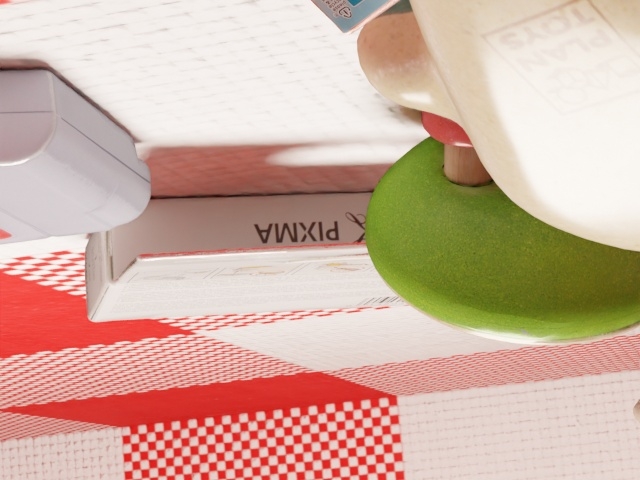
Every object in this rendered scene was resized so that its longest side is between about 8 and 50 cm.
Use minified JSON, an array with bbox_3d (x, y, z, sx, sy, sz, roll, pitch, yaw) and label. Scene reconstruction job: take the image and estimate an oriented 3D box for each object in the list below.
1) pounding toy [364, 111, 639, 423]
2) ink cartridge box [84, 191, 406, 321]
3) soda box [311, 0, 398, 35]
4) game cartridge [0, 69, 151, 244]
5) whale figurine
[{"bbox_3d":[0.135,-0.031,0.826,0.237,0.110,0.183,29,-135,35],"label":"pounding toy"},{"bbox_3d":[0.000,0.000,1.065,0.296,0.066,0.261,-3,168,-15],"label":"ink cartridge box"},{"bbox_3d":[0.056,-0.121,0.335,0.183,0.063,0.058,-30,114,38],"label":"soda box"},{"bbox_3d":[-0.258,-0.032,0.832,0.294,0.060,0.196,-7,165,10],"label":"game cartridge"},{"bbox_3d":[0.097,-0.105,0.495,0.272,0.141,0.216,33,147,-32],"label":"whale figurine"}]
